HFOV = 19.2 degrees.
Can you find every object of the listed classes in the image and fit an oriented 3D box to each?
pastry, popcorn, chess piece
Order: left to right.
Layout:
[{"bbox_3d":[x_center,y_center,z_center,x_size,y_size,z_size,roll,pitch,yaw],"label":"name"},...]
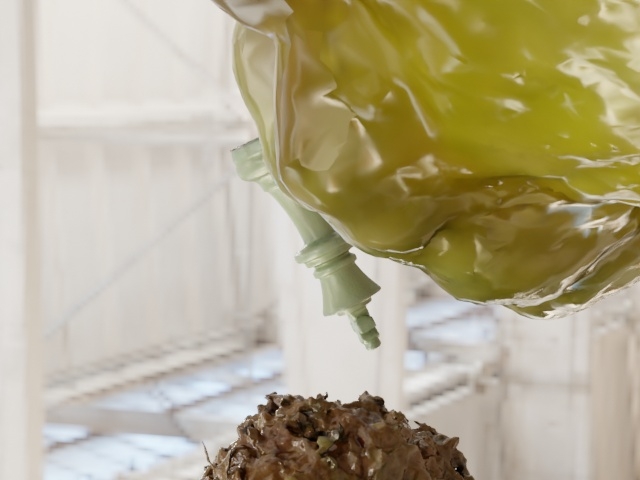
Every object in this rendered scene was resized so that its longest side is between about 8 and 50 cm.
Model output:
[{"bbox_3d":[0.000,0.000,1.152,0.149,0.059,0.059,65,-152,-6],"label":"chess piece"},{"bbox_3d":[0.009,0.251,1.537,0.193,0.274,0.275,-153,59,-72],"label":"pastry"},{"bbox_3d":[0.067,-0.156,0.493,0.292,0.293,0.334,45,-138,-74],"label":"popcorn"}]
